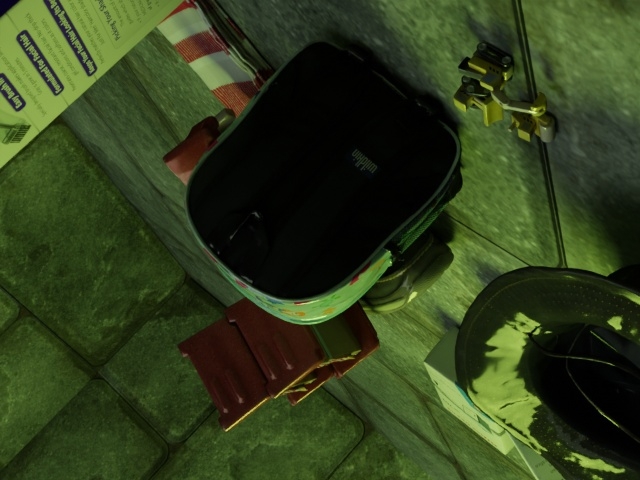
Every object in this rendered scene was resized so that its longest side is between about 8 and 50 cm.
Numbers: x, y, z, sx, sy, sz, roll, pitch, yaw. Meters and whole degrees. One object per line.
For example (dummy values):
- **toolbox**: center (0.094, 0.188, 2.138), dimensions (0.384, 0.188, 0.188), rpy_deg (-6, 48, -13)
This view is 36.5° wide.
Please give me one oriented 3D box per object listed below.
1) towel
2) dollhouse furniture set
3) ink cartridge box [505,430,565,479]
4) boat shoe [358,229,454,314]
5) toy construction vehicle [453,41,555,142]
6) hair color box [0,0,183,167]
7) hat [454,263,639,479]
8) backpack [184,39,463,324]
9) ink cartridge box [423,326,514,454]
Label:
- **towel**: center (-0.145, -0.246, 1.288), dimensions (0.329, 0.037, 0.237), rpy_deg (48, 168, -19)
- **dollhouse furniture set**: center (-0.102, 0.021, 1.194), dimensions (0.374, 0.152, 0.201), rpy_deg (60, -160, 15)
- **ink cartridge box**: center (0.409, 0.429, 1.348), dimensions (0.308, 0.091, 0.385), rpy_deg (55, -174, -38)
- **boat shoe**: center (0.045, 0.004, 1.292), dimensions (0.130, 0.132, 0.355), rpy_deg (48, 166, -19)
- **toy construction vehicle**: center (0.146, -0.115, 0.801), dimensions (0.098, 0.035, 0.086), rpy_deg (38, 166, 26)
- **hair color box**: center (-0.271, -0.245, 0.980), dimensions (0.110, 0.339, 0.185), rpy_deg (40, 167, 16)
- **hat**: center (0.284, 0.108, 0.878), dimensions (0.331, 0.134, 0.331), rpy_deg (27, 147, 20)
- **backpack**: center (-0.005, -0.046, 0.999), dimensions (0.225, 0.253, 0.191), rpy_deg (40, 167, 15)
- **ink cartridge box**: center (0.252, 0.237, 1.520), dimensions (0.139, 0.082, 0.191), rpy_deg (36, 164, 33)
